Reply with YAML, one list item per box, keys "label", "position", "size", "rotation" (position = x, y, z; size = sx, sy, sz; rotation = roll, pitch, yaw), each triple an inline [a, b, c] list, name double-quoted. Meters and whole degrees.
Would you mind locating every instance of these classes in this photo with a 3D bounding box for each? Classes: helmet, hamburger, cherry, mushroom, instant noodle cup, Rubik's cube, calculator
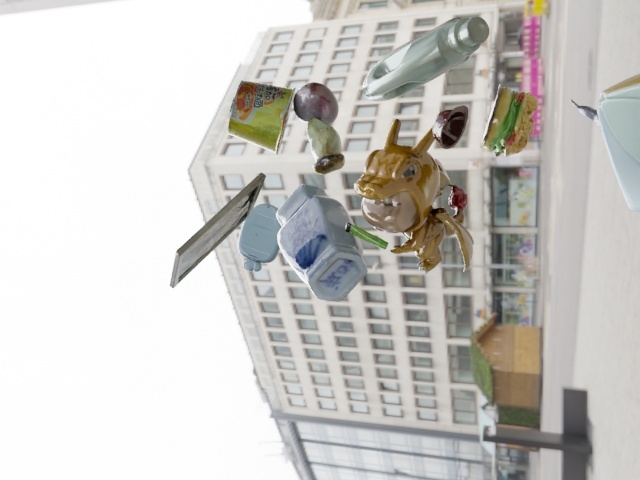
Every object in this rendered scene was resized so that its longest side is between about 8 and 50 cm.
- label: "helmet"
  position: [0.305, -0.283, 1.471]
  size: [0.089, 0.057, 0.111]
  rotation: [-5, -58, -39]
- label: "hamburger"
  position: [0.618, -0.378, 1.980]
  size: [0.237, 0.149, 0.237]
  rotation: [18, -90, -82]
- label: "cherry"
  position: [-0.018, -0.488, 2.166]
  size: [0.140, 0.176, 0.176]
  rotation: [-54, -35, -31]
- label: "mushroom"
  position: [0.013, -0.323, 1.994]
  size: [0.333, 0.107, 0.087]
  rotation: [-99, -11, -55]
- label: "instant noodle cup"
  position: [-0.218, -0.463, 2.233]
  size: [0.264, 0.200, 0.264]
  rotation: [-164, 90, -87]
- label: "Rubik's cube"
  position: [0.947, -0.281, 1.494]
  size: [0.352, 0.347, 0.351]
  rotation: [-29, -78, -31]
- label: "calculator"
  position: [-0.256, -0.009, 2.598]
  size: [0.042, 0.189, 0.302]
  rotation: [-7, -66, -79]

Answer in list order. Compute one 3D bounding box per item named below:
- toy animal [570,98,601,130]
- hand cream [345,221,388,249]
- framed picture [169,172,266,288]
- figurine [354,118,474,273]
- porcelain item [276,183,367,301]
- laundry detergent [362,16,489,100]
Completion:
- label: "toy animal"
  position: [1.006, -0.389, 2.035]
  size: [0.081, 0.206, 0.367]
  rotation: [-54, 22, 6]
- label: "hand cream"
  position: [0.119, -0.011, 1.591]
  size: [0.023, 0.122, 0.036]
  rotation: [-54, -17, -36]
- label: "framed picture"
  position: [-0.271, -0.024, 1.591]
  size: [0.324, 0.020, 0.240]
  rotation: [-48, -3, -31]
- label: "figurine"
  position: [0.271, -0.125, 1.735]
  size: [0.387, 0.268, 0.400]
  rotation: [56, -149, -38]
- label: "porcelain item"
  position: [0.000, 0.000, 1.827]
  size: [0.179, 0.242, 0.405]
  rotation: [33, -163, -33]
- label: "laundry detergent"
  position: [0.289, -0.489, 1.620]
  size: [0.264, 0.398, 0.124]
  rotation: [-35, -77, -17]
